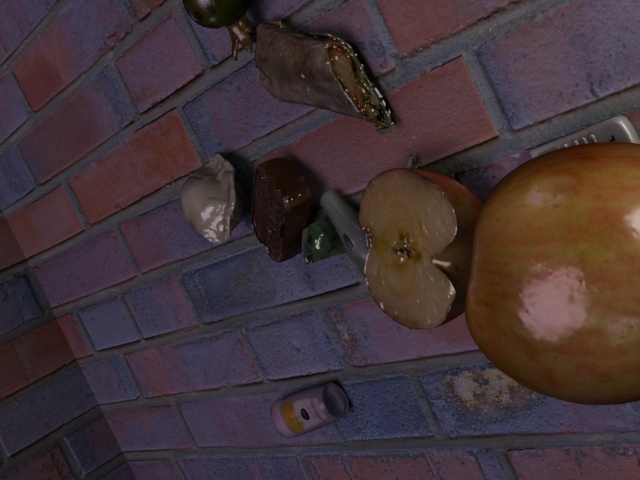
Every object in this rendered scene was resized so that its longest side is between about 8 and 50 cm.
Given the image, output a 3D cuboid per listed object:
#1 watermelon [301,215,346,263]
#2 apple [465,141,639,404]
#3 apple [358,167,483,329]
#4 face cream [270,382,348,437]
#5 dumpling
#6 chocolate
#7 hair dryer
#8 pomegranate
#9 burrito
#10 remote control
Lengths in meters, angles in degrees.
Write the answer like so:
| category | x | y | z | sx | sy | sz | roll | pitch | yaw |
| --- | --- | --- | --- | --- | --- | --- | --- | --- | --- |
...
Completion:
| category | x | y | z | sx | sy | sz | roll | pitch | yaw |
| --- | --- | --- | --- | --- | --- | --- | --- | --- | --- |
| watermelon | 0.021 | -0.007 | 2.036 | 0.158 | 0.121 | 0.098 | 23 | -128 | -81 |
| apple | 0.390 | 0.047 | 1.365 | 0.346 | 0.391 | 0.392 | 11 | 126 | 9 |
| apple | 0.210 | 0.006 | 1.733 | 0.251 | 0.163 | 0.293 | 17 | 111 | 48 |
| face cream | -0.031 | 0.425 | 2.338 | 0.269 | 0.073 | 0.107 | -32 | 80 | 53 |
| dumpling | -0.245 | -0.106 | 2.192 | 0.193 | 0.147 | 0.258 | -57 | 39 | 29 |
| chocolate | -0.082 | -0.064 | 2.058 | 0.148 | 0.093 | 0.214 | 56 | 154 | 33 |
| hair dryer | 0.091 | -0.084 | 1.897 | 0.229 | 0.092 | 0.267 | 33 | 116 | 44 |
| pomegranate | -0.200 | -0.477 | 1.906 | 0.156 | 0.156 | 0.220 | 22 | 138 | 39 |
| burrito | -0.005 | -0.327 | 1.819 | 0.347 | 0.107 | 0.175 | 27 | 144 | 38 |
| remote control | 0.428 | -0.136 | 1.507 | 0.190 | 0.029 | 0.088 | -19 | 98 | 51 |
